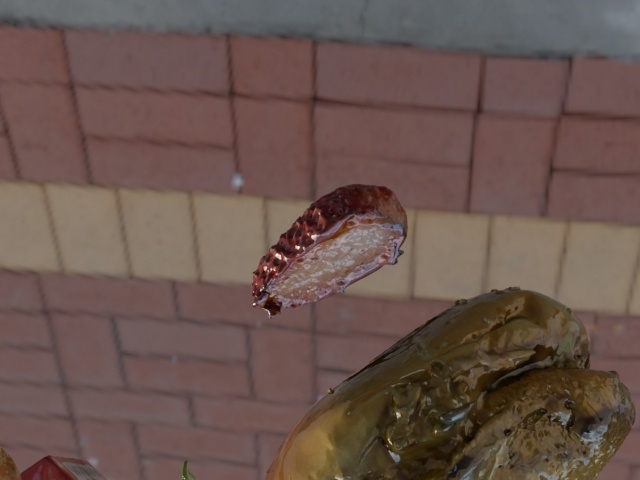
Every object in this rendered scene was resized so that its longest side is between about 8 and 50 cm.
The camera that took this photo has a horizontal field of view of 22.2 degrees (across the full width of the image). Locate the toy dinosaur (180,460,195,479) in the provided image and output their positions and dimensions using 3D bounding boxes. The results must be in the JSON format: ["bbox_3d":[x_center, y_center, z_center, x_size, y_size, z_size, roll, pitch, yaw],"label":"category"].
[{"bbox_3d":[-0.167,0.342,1.672,0.153,0.094,0.259,-5,113,-7],"label":"toy dinosaur"}]

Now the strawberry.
[{"bbox_3d":[0.000,0.000,1.661,0.188,0.082,0.121,-32,145,22],"label":"strawberry"}]

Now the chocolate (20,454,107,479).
[{"bbox_3d":[-0.412,0.433,2.160,0.341,0.161,0.360,-35,172,-4],"label":"chocolate"}]

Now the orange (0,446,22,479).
[{"bbox_3d":[-0.255,0.178,1.041,0.135,0.136,0.117,-4,149,13],"label":"orange"}]

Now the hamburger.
[{"bbox_3d":[0.091,0.170,1.239,0.170,0.289,0.314,49,147,22],"label":"hamburger"}]
